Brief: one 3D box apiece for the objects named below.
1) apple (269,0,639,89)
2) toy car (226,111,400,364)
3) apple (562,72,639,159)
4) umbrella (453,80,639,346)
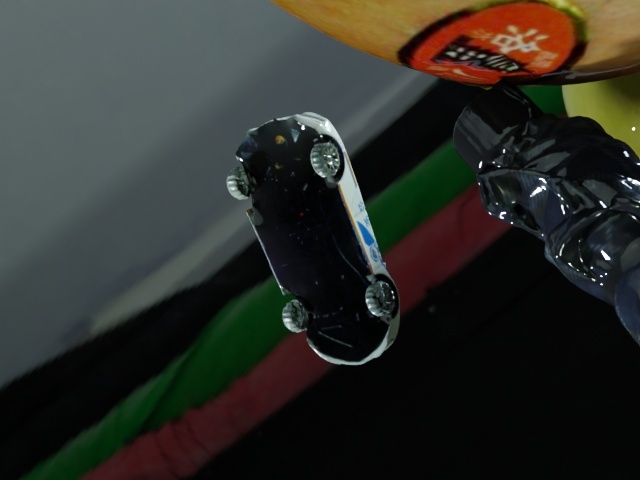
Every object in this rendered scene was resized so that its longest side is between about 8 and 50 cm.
[{"bbox_3d":[0.061,-0.233,0.497,0.338,0.305,0.338,-169,-90,-85],"label":"apple"},{"bbox_3d":[0.000,0.000,0.960,0.095,0.204,0.056,-15,-166,34],"label":"toy car"},{"bbox_3d":[0.344,-0.141,1.032,0.254,0.292,0.292,-43,-161,30],"label":"apple"},{"bbox_3d":[0.129,0.012,0.442,0.071,0.080,0.224,-39,-130,-3],"label":"umbrella"}]
